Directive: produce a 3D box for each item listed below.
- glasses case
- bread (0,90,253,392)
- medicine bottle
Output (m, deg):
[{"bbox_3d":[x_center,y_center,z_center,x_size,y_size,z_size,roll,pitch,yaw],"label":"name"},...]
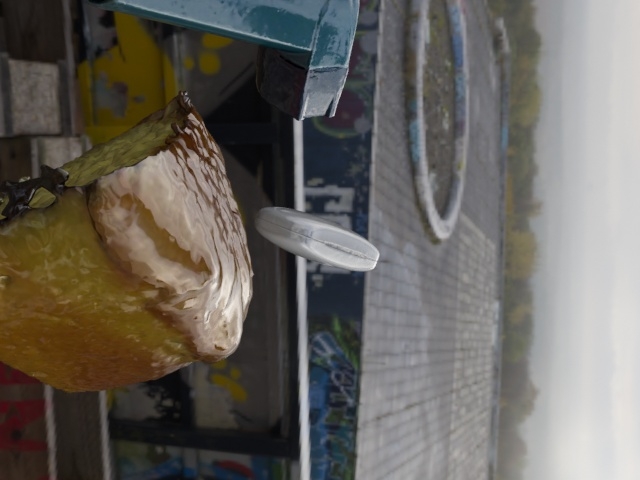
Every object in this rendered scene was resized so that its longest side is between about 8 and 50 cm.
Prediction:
[{"bbox_3d":[0.000,0.000,0.905,0.193,0.074,0.049,17,94,-56],"label":"glasses case"},{"bbox_3d":[-0.101,0.009,0.436,0.134,0.129,0.260,62,3,-13],"label":"bread"},{"bbox_3d":[-0.075,-0.168,0.571,0.259,0.079,0.124,6,122,-42],"label":"medicine bottle"}]
